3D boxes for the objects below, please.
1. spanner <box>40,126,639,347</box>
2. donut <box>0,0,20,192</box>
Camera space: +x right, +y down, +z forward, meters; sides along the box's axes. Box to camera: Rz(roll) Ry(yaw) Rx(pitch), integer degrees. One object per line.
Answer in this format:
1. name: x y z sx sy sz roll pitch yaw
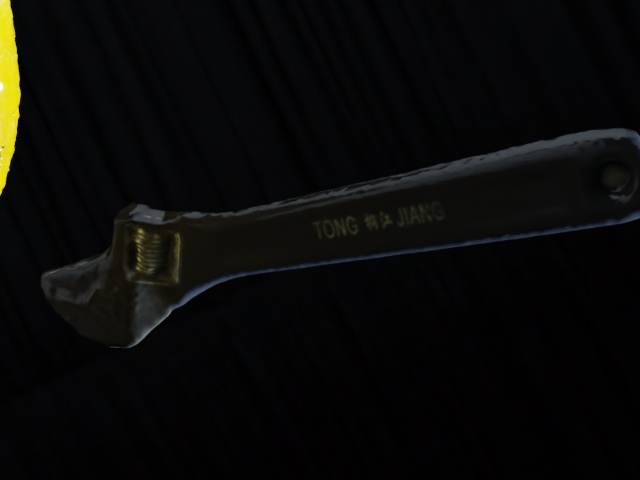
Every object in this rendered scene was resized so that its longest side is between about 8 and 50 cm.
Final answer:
1. spanner: 0.000 0.000 0.402 0.208 0.046 0.012 -11 -165 24
2. donut: -0.148 -0.045 0.330 0.162 0.178 0.065 -22 -158 -37
